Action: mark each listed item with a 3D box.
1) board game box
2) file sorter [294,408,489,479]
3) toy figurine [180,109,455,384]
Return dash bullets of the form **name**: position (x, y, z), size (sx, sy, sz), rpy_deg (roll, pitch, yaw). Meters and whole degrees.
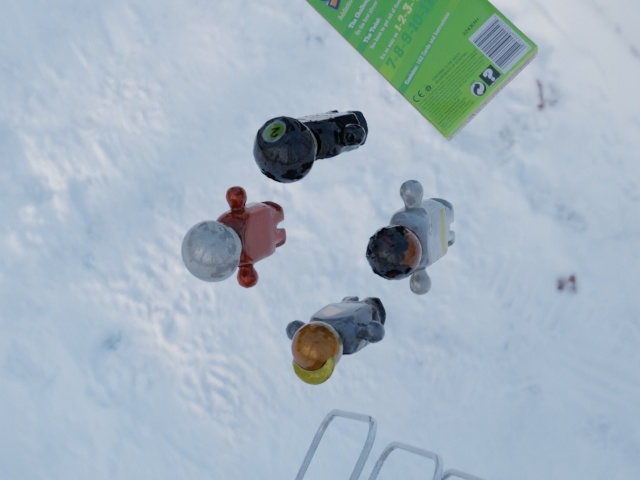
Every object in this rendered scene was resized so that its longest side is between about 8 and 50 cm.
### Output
- **board game box**: position (0.079, -0.231, 1.095), size (0.124, 0.039, 0.259), rpy_deg (-44, 80, 5)
- **file sorter**: position (0.106, 0.289, 0.987), size (0.277, 0.193, 0.173), rpy_deg (28, 79, -9)
- **toy figurine**: position (0.000, 0.000, 1.027), size (0.209, 0.213, 0.148), rpy_deg (46, 29, 9)
